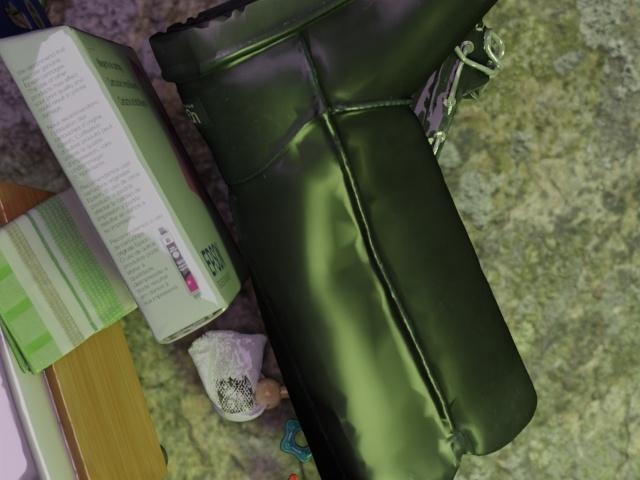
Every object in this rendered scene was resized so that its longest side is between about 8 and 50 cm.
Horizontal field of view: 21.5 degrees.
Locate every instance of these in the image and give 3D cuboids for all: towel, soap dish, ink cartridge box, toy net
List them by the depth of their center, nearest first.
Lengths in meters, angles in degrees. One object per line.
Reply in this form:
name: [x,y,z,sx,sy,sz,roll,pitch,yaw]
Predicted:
towel: [-0.207,0.027,1.328,0.152,0.023,0.113,-36,99,-47]
ink cartridge box: [-0.165,-0.088,1.379,0.071,0.324,0.330,-27,93,3]
soap dish: [-0.248,0.108,1.420,0.118,0.229,0.291,-16,86,-34]
toy net: [-0.030,0.172,1.525,0.232,0.045,0.122,35,83,0]

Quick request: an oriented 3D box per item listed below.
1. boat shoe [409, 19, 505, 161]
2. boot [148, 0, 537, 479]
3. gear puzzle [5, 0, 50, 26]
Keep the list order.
boat shoe: [0.112,-0.163,1.541,0.105,0.113,0.306,24,84,-10]
boot: [0.099,-0.036,1.427,0.367,0.146,0.445,-26,104,-13]
gear puzzle: [-0.287,-0.301,1.544,0.175,0.044,0.339,38,81,-1]
